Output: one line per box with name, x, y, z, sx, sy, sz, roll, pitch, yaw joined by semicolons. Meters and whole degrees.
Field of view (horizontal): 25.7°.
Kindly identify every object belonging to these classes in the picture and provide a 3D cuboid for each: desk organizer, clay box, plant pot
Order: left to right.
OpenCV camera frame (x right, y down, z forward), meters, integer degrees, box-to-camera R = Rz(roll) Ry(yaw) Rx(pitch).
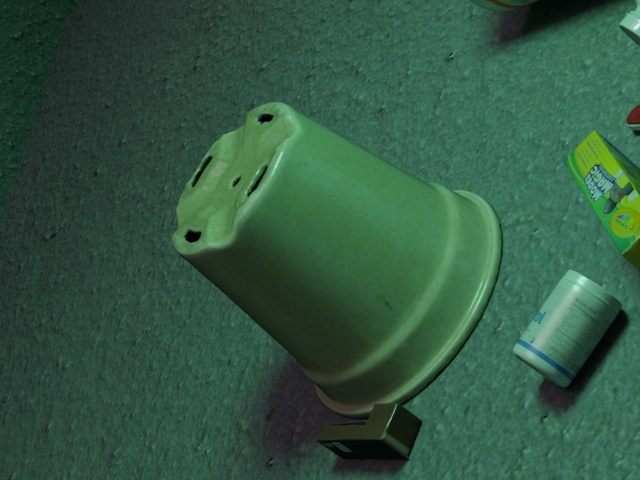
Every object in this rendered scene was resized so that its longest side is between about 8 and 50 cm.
plant pot;0.000;0.000;1.728;0.334;0.305;0.334;-39;30;28
desk organizer;0.057;0.225;1.656;0.130;0.047;0.050;-12;46;54
clay box;0.330;-0.010;1.395;0.053;0.127;0.222;-45;27;19

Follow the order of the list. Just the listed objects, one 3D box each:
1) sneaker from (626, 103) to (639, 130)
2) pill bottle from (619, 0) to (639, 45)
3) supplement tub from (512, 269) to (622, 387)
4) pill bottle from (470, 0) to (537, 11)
sneaker;0.378;-0.168;1.570;0.118;0.067;0.042;-27;36;43
pill bottle;0.423;-0.293;1.624;0.160;0.087;0.087;-51;26;7
supplement tub;0.256;0.092;1.458;0.107;0.071;0.071;-55;26;-3
pill bottle;0.340;-0.453;1.796;0.392;0.224;0.224;-15;46;52
